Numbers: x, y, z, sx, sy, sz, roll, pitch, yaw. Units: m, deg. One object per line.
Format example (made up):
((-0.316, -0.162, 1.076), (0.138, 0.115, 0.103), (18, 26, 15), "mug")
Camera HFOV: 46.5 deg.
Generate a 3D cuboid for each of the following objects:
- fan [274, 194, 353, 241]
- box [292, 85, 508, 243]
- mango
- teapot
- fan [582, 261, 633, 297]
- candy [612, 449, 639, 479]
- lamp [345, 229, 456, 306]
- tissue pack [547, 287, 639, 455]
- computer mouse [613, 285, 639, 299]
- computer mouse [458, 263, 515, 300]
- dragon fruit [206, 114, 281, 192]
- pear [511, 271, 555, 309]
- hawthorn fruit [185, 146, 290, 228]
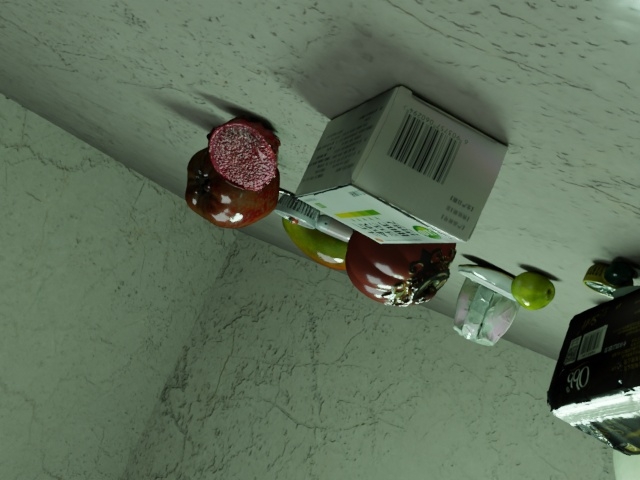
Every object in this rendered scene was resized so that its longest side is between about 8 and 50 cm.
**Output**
((-0.013, -0.057, 2.139), (0.244, 0.074, 0.130), (24, 174, 0), "fan")
((0.095, -0.091, 1.061), (0.173, 0.145, 0.333), (28, 173, -14), "box")
((0.002, 0.002, 2.376), (0.289, 0.129, 0.146), (32, 178, 14), "mango")
((0.447, 0.196, 1.994), (0.163, 0.178, 0.221), (25, 173, -5), "teapot")
((0.502, 0.063, 1.272), (0.082, 0.039, 0.155), (24, 172, 13), "fan")
((0.882, 0.509, 1.943), (0.186, 0.426, 0.386), (15, -173, 6), "candy")
((0.158, 0.023, 1.421), (0.227, 0.226, 0.227), (25, 174, 3), "lamp")
((0.512, 0.188, 1.111), (0.198, 0.209, 0.370), (23, 159, -6), "tissue pack")
((0.584, 0.119, 1.246), (0.128, 0.079, 0.231), (0, 150, 42), "computer mouse")
((0.433, 0.099, 1.832), (0.199, 0.044, 0.102), (26, 175, -11), "computer mouse")
((-0.137, -0.185, 1.463), (0.153, 0.153, 0.111), (24, -145, 10), "dragon fruit")
((0.461, 0.110, 1.632), (0.092, 0.092, 0.097), (28, 173, -26), "pear")
((-0.177, -0.122, 1.697), (0.248, 0.207, 0.208), (6, -172, -43), "hawthorn fruit")
